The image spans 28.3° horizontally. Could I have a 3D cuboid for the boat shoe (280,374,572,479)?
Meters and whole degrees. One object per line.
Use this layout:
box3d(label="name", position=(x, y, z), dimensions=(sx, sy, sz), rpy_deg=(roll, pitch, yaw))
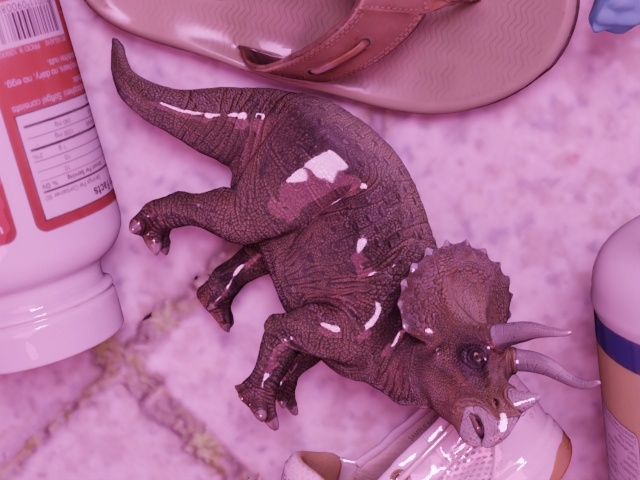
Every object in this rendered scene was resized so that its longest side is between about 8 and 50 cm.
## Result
box3d(label="boat shoe", position=(0.009, 0.163, 0.743), dimensions=(0.277, 0.098, 0.096), rpy_deg=(-36, 98, 4))

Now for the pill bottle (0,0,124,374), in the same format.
box3d(label="pill bottle", position=(-0.181, -0.043, 0.694), dimensions=(0.121, 0.121, 0.216), rpy_deg=(-12, 102, 9))

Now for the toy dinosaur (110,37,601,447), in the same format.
box3d(label="toy dinosaur", position=(0.000, 0.000, 0.703), dimensions=(0.160, 0.121, 0.314), rpy_deg=(-37, 70, 6))

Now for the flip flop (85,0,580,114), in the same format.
box3d(label="flip flop", position=(-0.003, -0.131, 0.673), dimensions=(0.277, 0.080, 0.112), rpy_deg=(12, 105, 3))

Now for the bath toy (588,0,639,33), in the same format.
box3d(label="bath toy", position=(0.313, -0.098, 0.622), dimensions=(0.348, 0.151, 0.129), rpy_deg=(21, 62, -1))

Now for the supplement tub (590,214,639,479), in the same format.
box3d(label="supplement tub", position=(0.262, 0.143, 0.639), dimensions=(0.228, 0.228, 0.316), rpy_deg=(-6, 103, 8))
